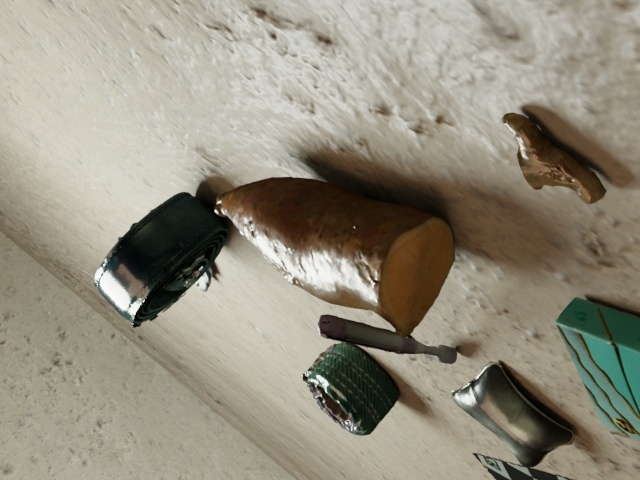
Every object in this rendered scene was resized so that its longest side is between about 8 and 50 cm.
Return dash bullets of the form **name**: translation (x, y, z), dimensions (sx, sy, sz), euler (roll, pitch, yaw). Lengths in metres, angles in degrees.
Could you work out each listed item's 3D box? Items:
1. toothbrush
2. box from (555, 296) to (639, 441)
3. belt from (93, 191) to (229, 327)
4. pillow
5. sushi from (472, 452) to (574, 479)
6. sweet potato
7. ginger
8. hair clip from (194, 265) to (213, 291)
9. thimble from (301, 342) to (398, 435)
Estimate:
- **toothbrush**: translation (0.079, 0.111, 1.029), dimensions (0.029, 0.024, 0.354), euler (1, 170, 27)
- **box**: translation (0.325, 0.143, 0.816), dimensions (0.229, 0.041, 0.162), euler (20, 150, 48)
- **belt**: translation (-0.242, 0.028, 1.448), dimensions (0.116, 0.206, 0.267), euler (45, 167, 5)
- **pillow**: translation (0.227, 0.209, 1.127), dimensions (0.136, 0.055, 0.091), euler (41, 158, 1)
- **sushi**: translation (0.358, 0.434, 1.337), dimensions (0.294, 0.059, 0.292), euler (47, 161, -12)
- **sweet potato**: translation (0.001, -0.003, 1.035), dimensions (0.337, 0.131, 0.131), euler (20, 150, 49)
- **ginger**: translation (0.170, -0.056, 0.723), dimensions (0.097, 0.030, 0.048), euler (42, 159, 8)
- **hair clip**: translation (-0.248, 0.025, 1.694), dimensions (0.172, 0.049, 0.116), euler (45, 165, -13)
- **thimble**: translation (0.049, 0.232, 1.473), dimensions (0.135, 0.090, 0.118), euler (54, 156, -21)
